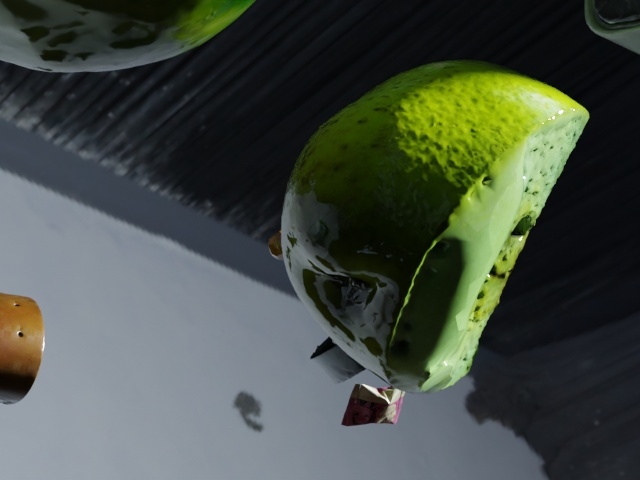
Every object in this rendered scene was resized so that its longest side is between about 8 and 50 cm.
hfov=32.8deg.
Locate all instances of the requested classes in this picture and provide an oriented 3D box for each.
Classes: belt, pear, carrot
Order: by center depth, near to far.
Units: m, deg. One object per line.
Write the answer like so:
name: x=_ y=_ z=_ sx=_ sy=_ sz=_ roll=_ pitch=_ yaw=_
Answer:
pear: x=0.075 y=-0.019 z=1.068 sx=0.238 sy=0.343 sz=0.318 roll=31 pitch=20 yaw=24
belt: x=-0.559 y=0.183 z=1.880 sx=0.105 sy=0.184 sz=0.261 roll=15 pitch=11 yaw=-30
carrot: x=0.000 y=0.000 z=2.162 sx=0.314 sy=0.066 sz=0.066 roll=-5 pitch=65 yaw=-58

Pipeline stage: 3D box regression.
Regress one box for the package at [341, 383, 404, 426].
package: x=0.067 y=0.194 z=1.290 sx=0.083 sy=0.059 sz=0.029 roll=3 pitch=22 yaw=-33

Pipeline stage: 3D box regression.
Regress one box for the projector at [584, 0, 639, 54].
projector: x=0.495 y=-0.330 z=1.293 sx=0.249 sy=0.248 sz=0.249 roll=15 pitch=80 yaw=-33

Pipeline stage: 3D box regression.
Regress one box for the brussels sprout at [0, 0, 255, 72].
brussels sprout: x=-0.163 y=-0.317 z=0.805 sx=0.425 sy=0.342 sz=0.361 roll=-47 pitch=109 yaw=-31

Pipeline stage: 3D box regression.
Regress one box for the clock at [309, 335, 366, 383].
clock: x=0.124 y=0.130 z=1.889 sx=0.066 sy=0.319 sz=0.319 roll=53 pitch=32 yaw=-1
